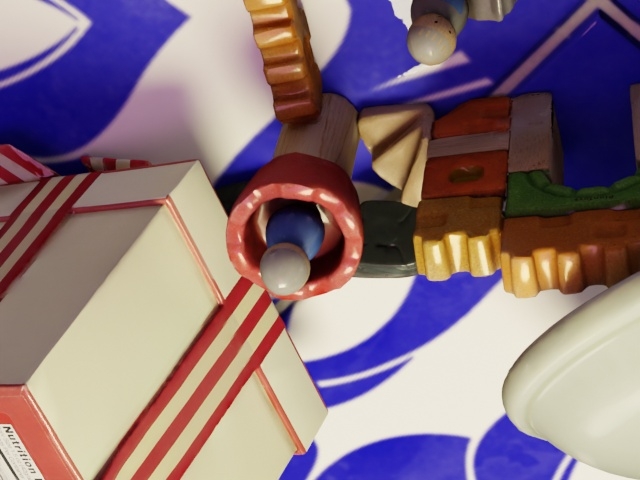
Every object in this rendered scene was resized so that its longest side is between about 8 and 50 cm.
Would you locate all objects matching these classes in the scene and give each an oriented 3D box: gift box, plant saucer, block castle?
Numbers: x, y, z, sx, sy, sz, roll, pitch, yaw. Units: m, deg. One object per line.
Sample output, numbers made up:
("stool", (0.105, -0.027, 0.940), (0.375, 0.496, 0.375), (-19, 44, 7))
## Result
("gift box", (-0.183, 0.090, 1.201), (0.276, 0.258, 0.255), (0, 127, 32))
("plant saucer", (0.313, 0.079, 1.072), (0.400, 0.100, 0.400), (-13, 159, -5))
("block castle", (0.143, -0.127, 1.033), (0.453, 0.213, 0.303), (-7, 121, 12))

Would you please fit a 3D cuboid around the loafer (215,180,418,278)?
("loafer", (0.000, 0.000, 1.228), (0.170, 0.062, 0.061), (12, 163, 17))
